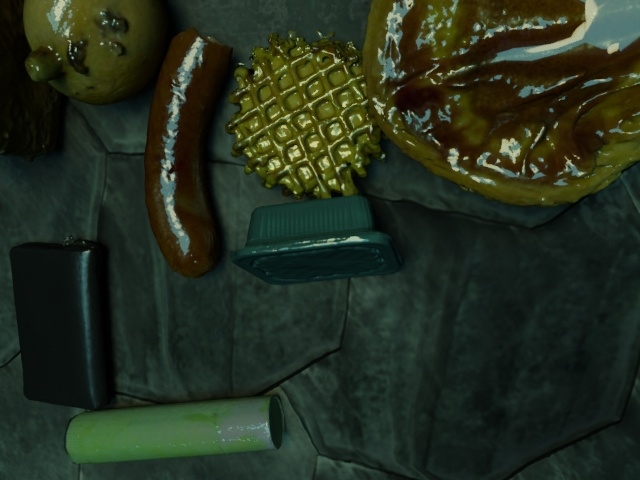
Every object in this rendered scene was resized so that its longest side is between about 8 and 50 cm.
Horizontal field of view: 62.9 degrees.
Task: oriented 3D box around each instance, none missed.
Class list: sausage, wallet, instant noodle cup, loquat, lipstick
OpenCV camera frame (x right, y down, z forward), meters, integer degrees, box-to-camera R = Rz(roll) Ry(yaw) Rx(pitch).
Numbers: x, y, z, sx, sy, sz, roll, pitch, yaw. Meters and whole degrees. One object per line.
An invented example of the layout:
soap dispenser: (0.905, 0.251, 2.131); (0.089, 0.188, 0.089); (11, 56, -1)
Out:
sausage: (-0.168, -0.103, 0.651); (0.103, 0.076, 0.301); (9, 100, 14)
wallet: (-0.370, 0.115, 0.747); (0.149, 0.044, 0.249); (1, 99, 16)
instant noodle cup: (0.000, 0.000, 0.605); (0.179, 0.157, 0.070); (-6, 74, 13)
loquat: (-0.260, -0.237, 0.600); (0.150, 0.204, 0.172); (31, 135, -12)
lipstick: (-0.202, 0.259, 0.717); (0.305, 0.076, 0.076); (-10, 96, 12)

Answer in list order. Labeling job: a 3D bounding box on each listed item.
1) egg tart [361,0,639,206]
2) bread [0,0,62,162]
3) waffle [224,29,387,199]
egg tart: (0.215, -0.208, 0.516); (0.339, 0.153, 0.351); (46, 105, 3)
bread: (-0.432, -0.205, 0.632); (0.176, 0.195, 0.246); (8, 100, 7)
waffle: (-0.013, -0.146, 0.619); (0.193, 0.070, 0.197); (9, 98, 11)
